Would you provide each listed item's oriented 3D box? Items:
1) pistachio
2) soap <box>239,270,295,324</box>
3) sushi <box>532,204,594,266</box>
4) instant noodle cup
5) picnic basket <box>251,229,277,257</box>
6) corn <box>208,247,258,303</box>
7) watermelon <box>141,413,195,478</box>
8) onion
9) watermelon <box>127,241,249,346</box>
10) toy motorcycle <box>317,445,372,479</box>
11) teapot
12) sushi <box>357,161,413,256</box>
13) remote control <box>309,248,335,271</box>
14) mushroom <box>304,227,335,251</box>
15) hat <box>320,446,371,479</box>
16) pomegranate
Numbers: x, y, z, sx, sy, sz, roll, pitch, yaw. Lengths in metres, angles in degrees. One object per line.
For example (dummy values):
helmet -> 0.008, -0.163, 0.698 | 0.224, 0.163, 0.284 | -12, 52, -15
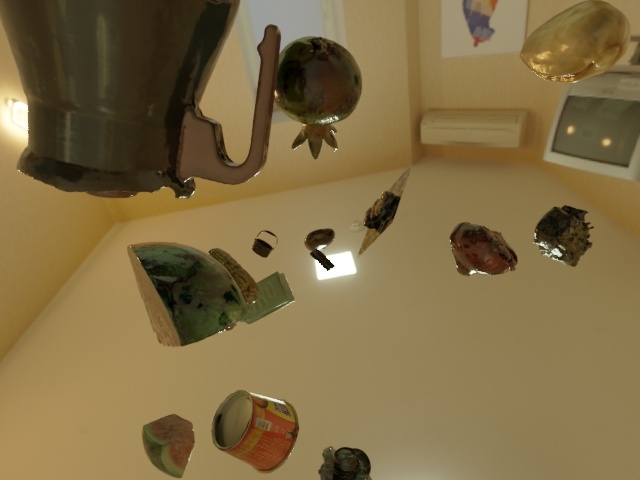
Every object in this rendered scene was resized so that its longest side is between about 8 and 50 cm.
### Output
pistachio -> 0.502, -0.387, 0.792 | 0.117, 0.145, 0.200 | 14, -167, -22
soap -> -0.200, 0.201, 1.393 | 0.198, 0.063, 0.114 | -30, -111, 13
sushi -> 0.727, -0.013, 1.189 | 0.147, 0.212, 0.115 | -52, -135, -3
instant noodle cup -> -0.197, 0.540, 1.165 | 0.213, 0.174, 0.213 | -28, -140, 26
picnic basket -> -0.182, 0.008, 1.320 | 0.072, 0.083, 0.072 | 32, -170, -6
corn -> -0.283, 0.108, 1.279 | 0.087, 0.086, 0.288 | -26, -139, -25
watermelon -> -0.220, 0.309, 0.598 | 0.072, 0.092, 0.084 | -21, -148, -22
onion -> 0.413, 0.034, 1.046 | 0.184, 0.147, 0.184 | 23, -161, -8
watermelon -> -0.315, 0.107, 0.976 | 0.222, 0.292, 0.319 | -14, 167, -31
toy motorcycle -> 0.104, 0.769, 1.193 | 0.241, 0.182, 0.319 | 30, -172, -12
teapot -> -0.248, -0.234, 0.563 | 0.376, 0.361, 0.305 | 12, -161, 0
sushi -> 0.185, -0.102, 1.314 | 0.050, 0.290, 0.264 | 26, -118, -5
remote control -> 0.007, 0.061, 1.314 | 0.039, 0.014, 0.096 | -31, -121, -27
mushroom -> 0.000, 0.000, 1.407 | 0.123, 0.123, 0.052 | -18, -115, -13
hat -> 0.057, 0.525, 0.954 | 0.121, 0.050, 0.121 | -7, -167, 2
pomegranate -> -0.007, -0.241, 0.700 | 0.156, 0.220, 0.156 | 1, -145, 0
